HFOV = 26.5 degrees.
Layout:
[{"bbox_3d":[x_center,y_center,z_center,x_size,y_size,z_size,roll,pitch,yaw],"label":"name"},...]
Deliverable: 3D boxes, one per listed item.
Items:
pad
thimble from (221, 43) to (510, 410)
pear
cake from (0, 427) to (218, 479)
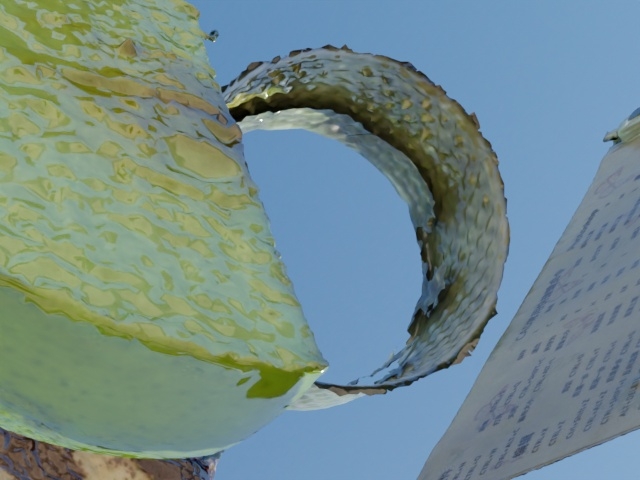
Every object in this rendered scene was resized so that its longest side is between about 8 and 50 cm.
[{"bbox_3d":[0.126,-0.014,0.456,0.009,0.159,0.265,50,-139,-9],"label":"pad"},{"bbox_3d":[0.000,0.000,1.061,0.271,0.150,0.271,6,-107,-19],"label":"thimble"},{"bbox_3d":[-0.151,-0.024,0.532,0.239,0.139,0.288,24,-154,-31],"label":"pear"},{"bbox_3d":[-0.170,0.077,0.796,0.246,0.112,0.135,43,-155,-4],"label":"cake"}]
